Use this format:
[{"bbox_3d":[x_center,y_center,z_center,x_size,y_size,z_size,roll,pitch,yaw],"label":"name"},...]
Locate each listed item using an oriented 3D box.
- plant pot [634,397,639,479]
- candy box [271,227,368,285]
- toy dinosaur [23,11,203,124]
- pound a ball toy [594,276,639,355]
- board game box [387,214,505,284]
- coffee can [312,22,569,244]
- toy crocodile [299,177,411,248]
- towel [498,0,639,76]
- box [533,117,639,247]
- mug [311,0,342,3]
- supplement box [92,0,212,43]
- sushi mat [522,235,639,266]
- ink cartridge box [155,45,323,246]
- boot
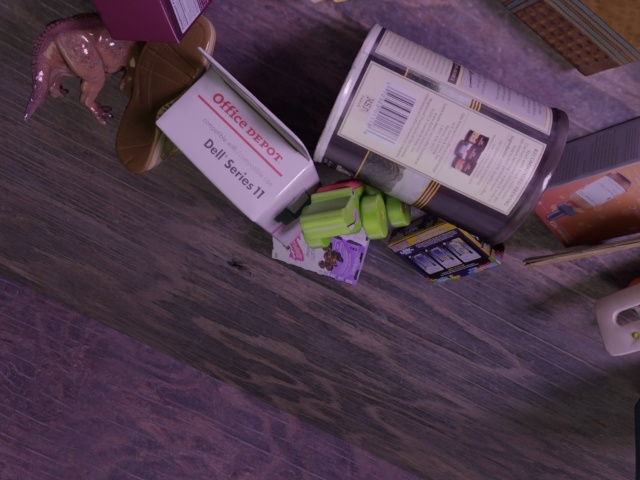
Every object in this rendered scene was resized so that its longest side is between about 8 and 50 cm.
[{"bbox_3d":[0.763,0.358,1.099,0.247,0.247,0.252,11,129,20],"label":"plant pot"},{"bbox_3d":[0.000,0.000,1.210,0.196,0.070,0.164,19,147,7],"label":"candy box"},{"bbox_3d":[-0.327,-0.297,0.857,0.127,0.296,0.200,47,152,20],"label":"toy dinosaur"},{"bbox_3d":[0.616,0.107,0.952,0.208,0.135,0.319,8,154,-23],"label":"pound a ball toy"},{"bbox_3d":[0.235,0.012,1.101,0.141,0.048,0.170,39,145,-19],"label":"board game box"},{"bbox_3d":[0.154,-0.142,0.787,0.276,0.201,0.201,25,148,-1],"label":"coffee can"},{"bbox_3d":[0.055,-0.056,0.885,0.115,0.340,0.105,-9,96,24],"label":"toy crocodile"},{"bbox_3d":[0.295,-0.276,0.522,0.271,0.040,0.370,33,172,-17],"label":"towel"},{"bbox_3d":[0.403,-0.076,0.826,0.130,0.091,0.171,41,143,-25],"label":"box"},{"bbox_3d":[0.019,-0.340,0.734,0.064,0.078,0.062,-6,105,25],"label":"mug"},{"bbox_3d":[-0.191,-0.339,0.732,0.104,0.188,0.080,11,146,20],"label":"supplement box"},{"bbox_3d":[0.439,0.005,0.831,0.152,0.019,0.316,-10,174,-14],"label":"sushi mat"},{"bbox_3d":[-0.109,-0.118,0.874,0.207,0.119,0.353,44,178,10],"label":"ink cartridge box"},{"bbox_3d":[-0.199,-0.234,0.921,0.095,0.203,0.262,36,117,11],"label":"boot"}]
